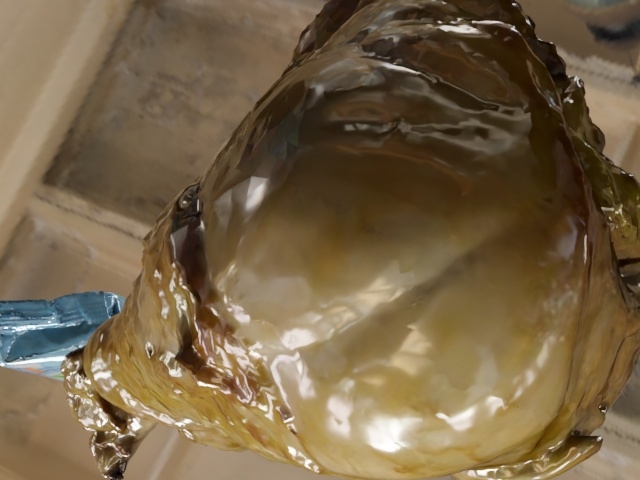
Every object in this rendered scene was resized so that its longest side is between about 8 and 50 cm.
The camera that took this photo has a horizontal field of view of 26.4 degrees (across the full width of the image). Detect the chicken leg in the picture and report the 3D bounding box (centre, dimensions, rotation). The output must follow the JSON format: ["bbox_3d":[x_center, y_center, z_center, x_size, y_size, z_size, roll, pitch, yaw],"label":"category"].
[{"bbox_3d":[0.000,0.000,0.634,0.409,0.182,0.295,-35,-146,52],"label":"chicken leg"}]

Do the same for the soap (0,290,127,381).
[{"bbox_3d":[-0.244,0.121,1.566,0.156,0.293,0.077,-8,-105,20],"label":"soap"}]
